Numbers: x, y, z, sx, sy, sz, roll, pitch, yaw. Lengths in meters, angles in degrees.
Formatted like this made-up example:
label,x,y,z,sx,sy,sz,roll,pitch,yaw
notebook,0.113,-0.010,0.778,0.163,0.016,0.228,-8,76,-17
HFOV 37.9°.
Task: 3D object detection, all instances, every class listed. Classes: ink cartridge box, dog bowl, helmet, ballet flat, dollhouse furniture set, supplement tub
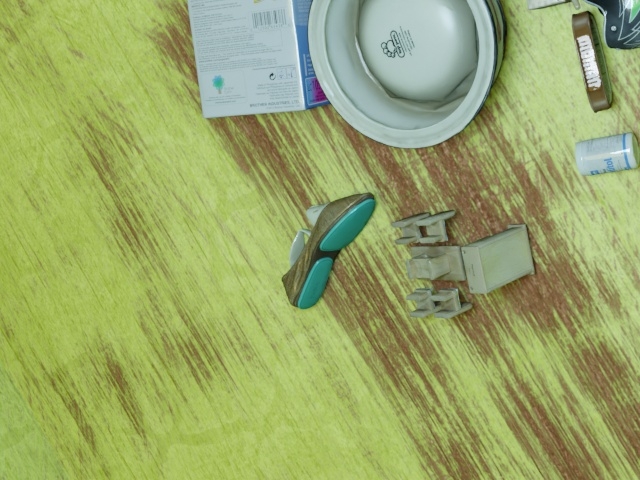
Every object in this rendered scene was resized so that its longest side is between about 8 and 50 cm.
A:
label,x,y,z,sx,sy,sz,roll,pitch,yaw
ink cartridge box,-0.135,-0.475,2.014,0.270,0.151,0.395,0,105,27
dog bowl,0.183,-0.397,1.837,0.408,0.150,0.408,16,121,28
helmet,0.555,-0.428,1.655,0.169,0.169,0.161,-47,63,30
ballet flat,0.000,0.000,2.115,0.124,0.116,0.342,49,126,30
dollhouse furniture set,0.299,0.040,1.963,0.242,0.161,0.212,-2,104,51
supplement tub,0.550,-0.164,1.784,0.107,0.071,0.071,-9,99,30

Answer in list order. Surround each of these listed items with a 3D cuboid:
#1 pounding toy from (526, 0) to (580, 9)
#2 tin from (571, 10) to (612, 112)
label,x,y,z,sx,sy,sz,roll,pitch,yaw
pounding toy,0.433,-0.481,1.716,0.100,0.141,0.130,-7,100,29
tin,0.508,-0.334,1.739,0.040,0.106,0.190,-12,99,22
